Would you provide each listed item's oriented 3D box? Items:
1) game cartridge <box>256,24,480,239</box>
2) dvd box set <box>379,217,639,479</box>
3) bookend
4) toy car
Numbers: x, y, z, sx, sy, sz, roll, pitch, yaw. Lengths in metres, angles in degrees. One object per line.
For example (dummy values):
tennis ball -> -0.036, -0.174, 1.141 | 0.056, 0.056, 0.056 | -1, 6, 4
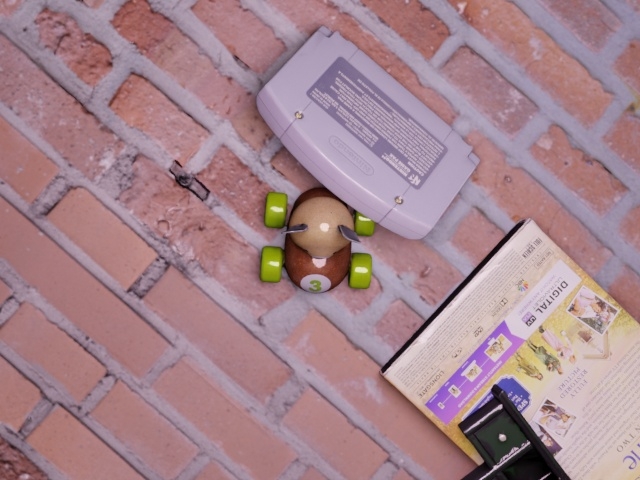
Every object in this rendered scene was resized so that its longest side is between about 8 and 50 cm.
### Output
game cartridge -> 0.062, -0.143, 1.668 | 0.297, 0.062, 0.198 | 41, 57, -2
dvd box set -> 0.338, 0.220, 1.729 | 0.420, 0.062, 0.307 | 43, 88, -2
bookend -> 0.229, 0.306, 1.657 | 0.156, 0.072, 0.157 | -36, 91, -1
toy car -> 0.000, 0.000, 1.646 | 0.155, 0.188, 0.149 | 4, 90, -3
